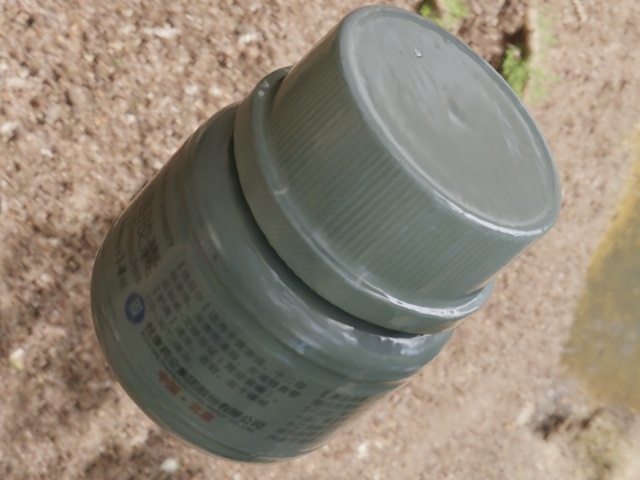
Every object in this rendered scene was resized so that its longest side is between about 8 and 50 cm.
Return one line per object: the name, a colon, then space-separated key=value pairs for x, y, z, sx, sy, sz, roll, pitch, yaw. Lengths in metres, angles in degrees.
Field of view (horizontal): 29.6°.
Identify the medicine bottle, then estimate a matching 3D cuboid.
medicine bottle: x=0.000 y=0.000 z=0.895 sx=0.245 sy=0.245 sz=0.306 roll=5 pitch=143 yaw=-45
